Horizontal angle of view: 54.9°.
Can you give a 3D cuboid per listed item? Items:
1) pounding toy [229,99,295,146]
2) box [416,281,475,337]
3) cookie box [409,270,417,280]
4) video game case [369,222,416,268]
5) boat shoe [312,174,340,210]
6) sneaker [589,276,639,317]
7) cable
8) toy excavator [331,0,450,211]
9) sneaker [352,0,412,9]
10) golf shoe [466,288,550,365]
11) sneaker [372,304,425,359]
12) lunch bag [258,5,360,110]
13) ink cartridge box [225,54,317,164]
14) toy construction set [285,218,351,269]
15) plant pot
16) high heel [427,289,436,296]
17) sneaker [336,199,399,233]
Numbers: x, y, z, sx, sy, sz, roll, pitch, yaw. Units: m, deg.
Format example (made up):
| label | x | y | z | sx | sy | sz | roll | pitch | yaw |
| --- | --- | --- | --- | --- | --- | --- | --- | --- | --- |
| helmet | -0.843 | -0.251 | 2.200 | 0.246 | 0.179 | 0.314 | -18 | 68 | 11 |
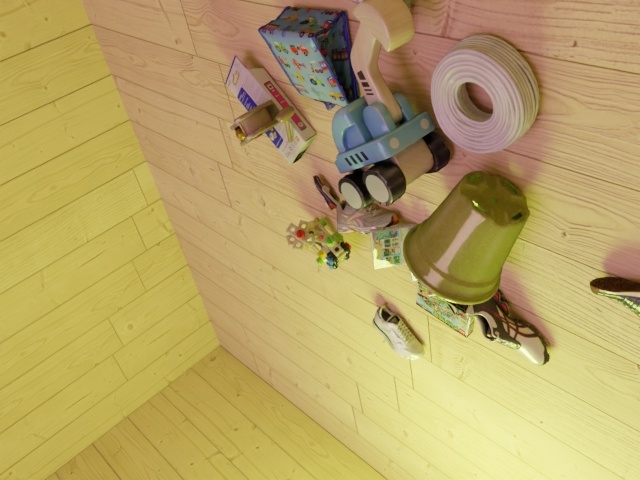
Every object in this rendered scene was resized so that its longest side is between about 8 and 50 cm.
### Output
| label | x | y | z | sx | sy | sz | roll | pitch | yaw |
| --- | --- | --- | --- | --- | --- | --- | --- | --- | --- |
| pounding toy | -0.193 | -0.347 | 1.986 | 0.154 | 0.154 | 0.270 | 58 | 152 | -9 |
| box | 0.400 | 0.213 | 1.976 | 0.207 | 0.036 | 0.114 | 34 | 147 | 33 |
| cookie box | 0.293 | 0.055 | 1.885 | 0.040 | 0.091 | 0.107 | -5 | 131 | 20 |
| video game case | 0.231 | 0.019 | 1.927 | 0.019 | 0.143 | 0.157 | -95 | -4 | -49 |
| boat shoe | 0.020 | -0.168 | 2.118 | 0.043 | 0.049 | 0.137 | -29 | 96 | 19 |
| sneaker | 0.707 | 0.138 | 1.390 | 0.192 | 0.064 | 0.086 | 4 | 120 | 51 |
| cable | 0.358 | -0.321 | 1.378 | 0.257 | 0.089 | 0.257 | 55 | 152 | -3 |
| toy excavator | 0.139 | -0.328 | 1.535 | 0.445 | 0.222 | 0.433 | 59 | 156 | -10 |
| sneaker | 0.127 | -0.607 | 1.429 | 0.229 | 0.086 | 0.132 | 37 | 145 | 9 |
| golf shoe | 0.527 | 0.266 | 1.757 | 0.273 | 0.120 | 0.105 | 47 | 150 | 9 |
| sneaker | 0.286 | 0.337 | 2.244 | 0.235 | 0.090 | 0.094 | 40 | 140 | 21 |
| lunch bag | -0.011 | -0.487 | 1.734 | 0.221 | 0.138 | 0.293 | 24 | 149 | 39 |
| ink cartridge box | -0.172 | -0.443 | 2.074 | 0.371 | 0.069 | 0.176 | 50 | 153 | 2 |
| toy construction set | 0.000 | 0.000 | 2.149 | 0.215 | 0.151 | 0.328 | 49 | -172 | 10 |
| plant pot | 0.380 | -0.025 | 1.539 | 0.276 | 0.276 | 0.253 | 43 | 138 | 19 |
| high heel | 0.366 | 0.063 | 1.848 | 0.117 | 0.082 | 0.244 | -5 | 106 | 20 |
| sneaker | 0.137 | -0.087 | 1.982 | 0.263 | 0.099 | 0.120 | -3 | 102 | 48 |
